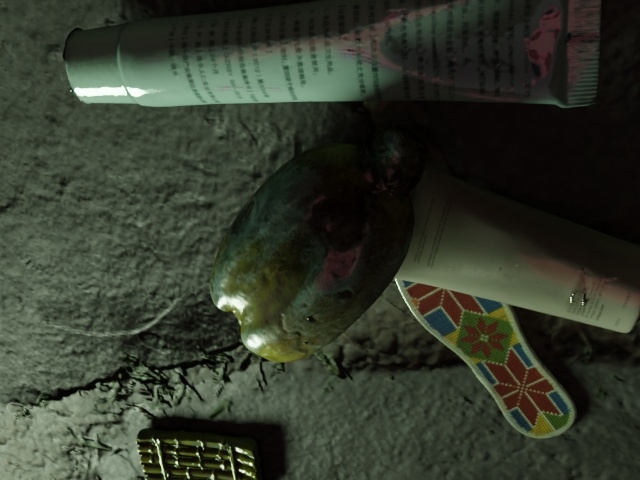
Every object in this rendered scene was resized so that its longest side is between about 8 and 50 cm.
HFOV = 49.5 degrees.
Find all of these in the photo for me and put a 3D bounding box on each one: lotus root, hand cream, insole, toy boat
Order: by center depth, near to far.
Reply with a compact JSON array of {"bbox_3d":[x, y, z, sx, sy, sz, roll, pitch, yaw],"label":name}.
[{"bbox_3d":[-0.002,-0.117,0.430,0.332,0.058,0.085,1,111,16],"label":"hand cream"},{"bbox_3d":[0.133,0.011,0.454,0.186,0.054,0.087,18,104,14],"label":"hand cream"},{"bbox_3d":[0.000,0.000,0.459,0.192,0.088,0.113,-48,65,26],"label":"lotus root"},{"bbox_3d":[0.120,0.072,0.506,0.065,0.006,0.193,-34,100,26],"label":"insole"},{"bbox_3d":[-0.107,0.200,0.621,0.115,0.016,0.063,0,113,16],"label":"toy boat"}]
